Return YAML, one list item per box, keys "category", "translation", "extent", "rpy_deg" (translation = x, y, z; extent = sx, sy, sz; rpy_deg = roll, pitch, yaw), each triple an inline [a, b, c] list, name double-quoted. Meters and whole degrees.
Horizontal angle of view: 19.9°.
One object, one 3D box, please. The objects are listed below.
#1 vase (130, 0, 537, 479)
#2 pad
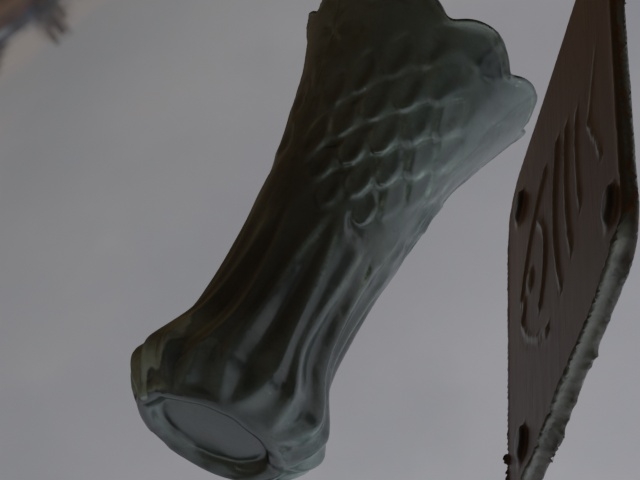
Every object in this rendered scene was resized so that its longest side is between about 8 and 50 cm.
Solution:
- category: "vase"
  translation: [0.000, 0.000, 0.552]
  extent: [0.081, 0.081, 0.149]
  rpy_deg: [-21, -147, 55]
- category: "pad"
  translation: [0.152, -0.013, 1.145]
  extent: [0.284, 0.018, 0.286]
  rpy_deg: [102, -4, -48]
